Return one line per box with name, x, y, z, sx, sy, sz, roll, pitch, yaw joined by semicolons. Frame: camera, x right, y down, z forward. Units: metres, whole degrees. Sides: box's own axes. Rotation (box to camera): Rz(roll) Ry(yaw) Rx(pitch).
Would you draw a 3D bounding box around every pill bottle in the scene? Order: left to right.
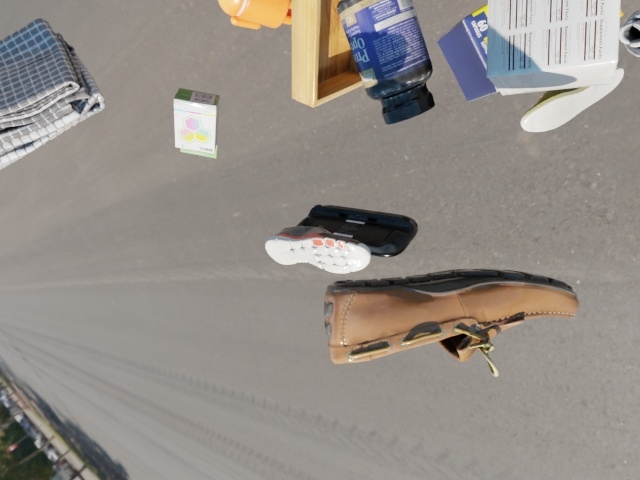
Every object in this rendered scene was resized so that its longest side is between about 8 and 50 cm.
pill bottle;0.121;-0.321;0.810;0.123;0.123;0.219;-3;116;48

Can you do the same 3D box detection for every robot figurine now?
robot figurine;-0.160;-0.612;1.165;0.158;0.220;0.128;14;101;60

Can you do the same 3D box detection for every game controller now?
game controller;0.087;-0.029;1.236;0.320;0.166;0.067;10;135;31

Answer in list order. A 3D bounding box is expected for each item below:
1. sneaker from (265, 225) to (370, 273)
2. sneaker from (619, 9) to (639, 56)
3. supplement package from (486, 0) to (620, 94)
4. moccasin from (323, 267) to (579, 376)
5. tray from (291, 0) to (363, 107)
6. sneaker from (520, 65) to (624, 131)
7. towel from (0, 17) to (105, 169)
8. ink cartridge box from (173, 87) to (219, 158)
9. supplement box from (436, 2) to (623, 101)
sneaker;0.000;0.000;0.657;0.158;0.064;0.061;8;130;25
sneaker;1.025;-0.579;1.310;0.366;0.210;0.137;41;147;49
supplement package;0.432;-0.369;0.870;0.203;0.194;0.149;2;97;29
moccasin;0.196;0.118;0.689;0.139;0.381;0.146;173;93;-75
tray;0.034;-0.496;0.930;0.076;0.203;0.410;33;140;28
sneaker;0.651;-0.412;1.289;0.146;0.296;0.104;60;-179;38
towel;-0.588;-0.281;0.903;0.235;0.284;0.121;53;172;33
ink cartridge box;-0.340;-0.303;1.289;0.109;0.062;0.209;8;135;-8
supplement box;0.521;-0.541;1.197;0.194;0.357;0.195;58;180;-10
